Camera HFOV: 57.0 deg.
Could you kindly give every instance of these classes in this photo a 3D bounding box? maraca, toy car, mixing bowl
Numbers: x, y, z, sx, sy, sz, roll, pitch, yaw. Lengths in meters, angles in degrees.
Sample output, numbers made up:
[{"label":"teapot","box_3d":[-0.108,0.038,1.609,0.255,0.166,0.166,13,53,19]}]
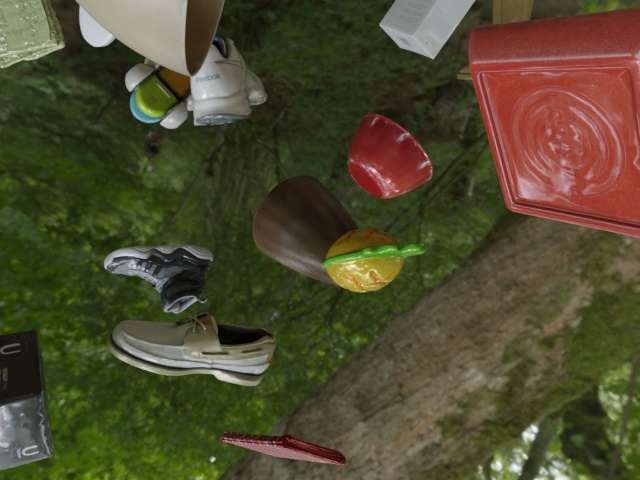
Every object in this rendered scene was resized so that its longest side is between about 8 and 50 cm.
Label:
[{"label":"maraca","box_3d":[0.078,0.027,0.909,0.127,0.099,0.185,-4,170,-29]},{"label":"toy car","box_3d":[-0.377,-0.345,1.388,0.159,0.136,0.182,47,-133,-20]},{"label":"mixing bowl","box_3d":[0.119,-0.149,1.159,0.181,0.098,0.181,40,167,12]}]

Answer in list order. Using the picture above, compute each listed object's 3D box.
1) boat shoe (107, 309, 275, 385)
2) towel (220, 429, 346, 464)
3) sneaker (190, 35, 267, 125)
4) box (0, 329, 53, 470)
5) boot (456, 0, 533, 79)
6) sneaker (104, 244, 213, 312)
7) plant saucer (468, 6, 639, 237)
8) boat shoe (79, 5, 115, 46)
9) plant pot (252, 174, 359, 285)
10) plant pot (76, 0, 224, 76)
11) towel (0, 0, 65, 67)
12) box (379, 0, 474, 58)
[{"label":"boat shoe","box_3d":[-0.221,0.178,1.059,0.302,0.103,0.113,17,-162,-34]},{"label":"towel","box_3d":[-0.093,0.501,1.430,0.198,0.031,0.274,31,150,-32]},{"label":"sneaker","box_3d":[-0.156,-0.281,0.994,0.297,0.110,0.130,-98,-1,-69]},{"label":"box","box_3d":[-0.563,0.260,0.895,0.270,0.144,0.165,-8,-148,-24]},{"label":"boot","box_3d":[0.524,-0.618,1.762,0.236,0.270,0.089,9,-167,42]},{"label":"sneaker","box_3d":[-0.391,0.095,1.406,0.101,0.268,0.153,68,-160,-72]},{"label":"plant saucer","box_3d":[0.279,-0.113,0.653,0.259,0.047,0.259,20,141,54]},{"label":"boat shoe","box_3d":[-0.404,-0.540,1.225,0.108,0.301,0.102,37,-153,9]},{"label":"plant pot","box_3d":[0.000,0.000,1.314,0.230,0.215,0.215,39,-178,41]},{"label":"plant pot","box_3d":[-0.218,-0.367,0.717,0.190,0.284,0.284,15,-170,-5]},{"label":"towel","box_3d":[-0.395,-0.303,0.747,0.027,0.109,0.148,-77,-27,-70]},{"label":"box","box_3d":[0.241,-0.515,1.319,0.091,0.171,0.130,30,-171,-41]}]
